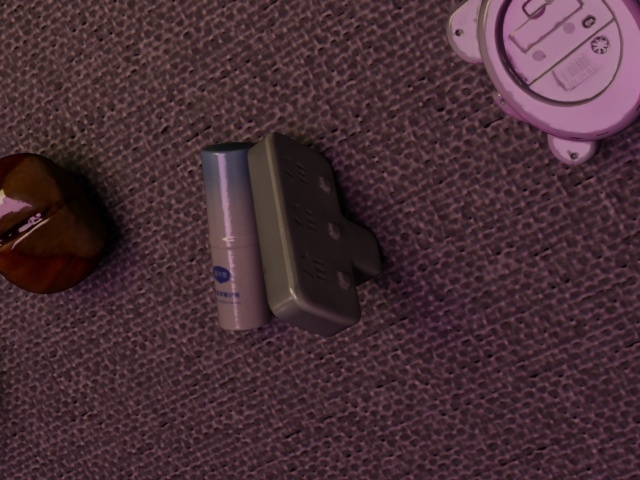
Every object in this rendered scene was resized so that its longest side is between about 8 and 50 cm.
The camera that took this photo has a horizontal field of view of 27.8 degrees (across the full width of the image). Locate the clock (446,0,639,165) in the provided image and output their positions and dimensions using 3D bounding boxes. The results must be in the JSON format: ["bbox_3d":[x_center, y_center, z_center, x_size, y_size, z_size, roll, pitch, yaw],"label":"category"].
[{"bbox_3d":[0.293,-0.231,1.517,0.227,0.090,0.248,-38,88,29],"label":"clock"}]

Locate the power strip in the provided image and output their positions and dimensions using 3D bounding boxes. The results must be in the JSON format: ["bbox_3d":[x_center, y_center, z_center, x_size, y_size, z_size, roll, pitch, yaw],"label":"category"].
[{"bbox_3d":[0.000,-0.001,1.662,0.059,0.194,0.265,-32,53,31],"label":"power strip"}]

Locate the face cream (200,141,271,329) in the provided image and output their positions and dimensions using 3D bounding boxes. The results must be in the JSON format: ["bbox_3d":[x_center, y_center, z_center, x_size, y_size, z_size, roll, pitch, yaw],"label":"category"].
[{"bbox_3d":[-0.115,-0.006,1.772,0.077,0.077,0.250,1,104,25],"label":"face cream"}]

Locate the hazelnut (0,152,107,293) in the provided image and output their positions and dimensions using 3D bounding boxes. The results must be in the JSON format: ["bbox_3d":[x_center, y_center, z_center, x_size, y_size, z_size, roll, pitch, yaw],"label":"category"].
[{"bbox_3d":[-0.417,-0.018,1.855,0.181,0.181,0.212,-33,99,8],"label":"hazelnut"}]
